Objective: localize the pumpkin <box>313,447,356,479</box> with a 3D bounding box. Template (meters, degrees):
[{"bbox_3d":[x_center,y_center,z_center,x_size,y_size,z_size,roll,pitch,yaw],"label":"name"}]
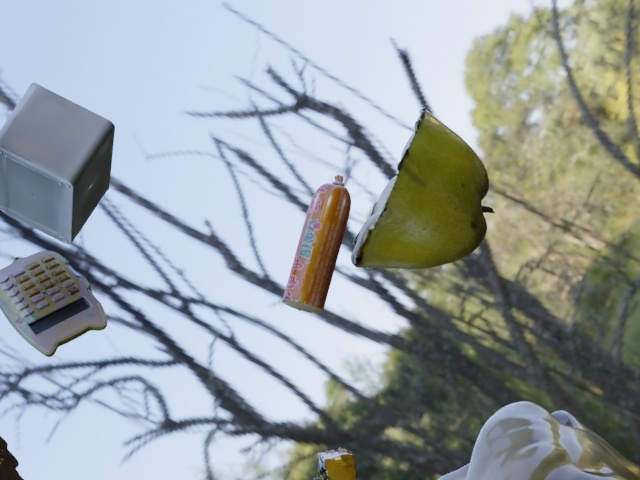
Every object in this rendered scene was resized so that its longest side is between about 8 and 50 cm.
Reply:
[{"bbox_3d":[0.018,0.280,1.290,0.083,0.054,0.074,142,120,-81],"label":"pumpkin"}]

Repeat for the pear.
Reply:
[{"bbox_3d":[0.169,-0.049,1.696,0.267,0.178,0.267,-63,-5,-10],"label":"pear"}]

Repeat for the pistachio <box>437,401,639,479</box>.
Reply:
[{"bbox_3d":[0.286,0.402,1.497,0.445,0.281,0.365,-38,46,57],"label":"pistachio"}]

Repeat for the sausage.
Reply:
[{"bbox_3d":[0.000,0.000,1.845,0.071,0.071,0.234,69,-146,-72],"label":"sausage"}]

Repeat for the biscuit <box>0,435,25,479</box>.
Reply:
[{"bbox_3d":[-0.472,0.323,1.608,0.019,0.130,0.119,-27,-24,23],"label":"biscuit"}]

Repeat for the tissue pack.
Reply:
[{"bbox_3d":[-0.456,-0.124,1.914,0.136,0.159,0.246,-64,1,-29],"label":"tissue pack"}]

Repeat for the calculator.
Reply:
[{"bbox_3d":[-0.489,0.107,2.010,0.157,0.236,0.033,-28,-34,-25],"label":"calculator"}]
